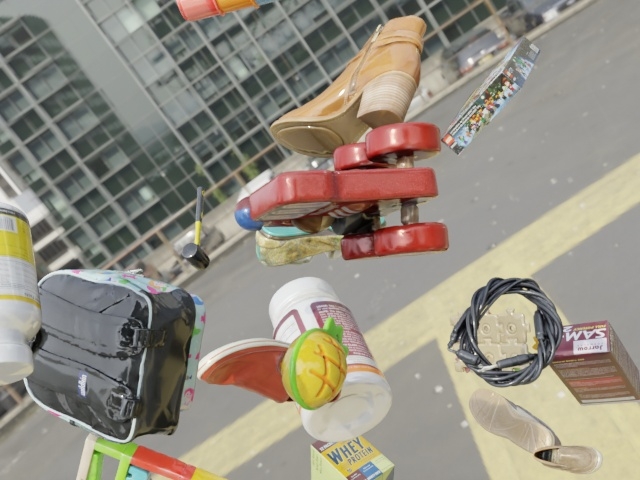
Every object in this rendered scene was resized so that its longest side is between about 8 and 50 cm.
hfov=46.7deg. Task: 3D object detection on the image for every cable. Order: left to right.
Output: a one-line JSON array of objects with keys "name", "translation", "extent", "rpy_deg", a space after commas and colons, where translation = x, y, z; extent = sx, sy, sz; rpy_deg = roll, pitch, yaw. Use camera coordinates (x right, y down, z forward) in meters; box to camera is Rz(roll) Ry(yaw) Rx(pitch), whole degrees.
[{"name": "cable", "translation": [0.290, 0.132, 1.124], "extent": [0.150, 0.047, 0.184], "rpy_deg": [28, 64, 31]}]

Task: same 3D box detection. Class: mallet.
[{"name": "mallet", "translation": [-0.250, -0.025, 1.546], "extent": [0.039, 0.062, 0.189], "rpy_deg": [-11, 50, 16]}]

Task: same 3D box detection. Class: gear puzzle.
[{"name": "gear puzzle", "translation": [0.496, 0.268, 1.973], "extent": [0.044, 0.175, 0.339], "rpy_deg": [-3, -4, -43]}]

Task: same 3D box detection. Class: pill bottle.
[{"name": "pill bottle", "translation": [-0.356, 0.057, 0.793], "extent": [0.103, 0.184, 0.103], "rpy_deg": [-14, -24, -6]}, {"name": "pill bottle", "translation": [0.008, 0.285, 1.856], "extent": [0.224, 0.224, 0.392], "rpy_deg": [-34, 41, 6]}]

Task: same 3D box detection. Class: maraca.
[{"name": "maraca", "translation": [0.000, 0.201, 1.220], "extent": [0.099, 0.127, 0.186], "rpy_deg": [-3, 18, 30]}]

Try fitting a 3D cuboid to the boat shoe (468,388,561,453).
[{"name": "boat shoe", "translation": [0.524, 0.495, 2.003], "extent": [0.285, 0.092, 0.103], "rpy_deg": [24, 86, 52]}]

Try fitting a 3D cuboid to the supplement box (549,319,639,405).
[{"name": "supplement box", "translation": [0.554, 0.254, 1.503], "extent": [0.130, 0.239, 0.073], "rpy_deg": [-12, 51, 31]}]

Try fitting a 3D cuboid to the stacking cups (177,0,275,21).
[{"name": "stacking cups", "translation": [-0.083, -0.433, 1.242], "extent": [0.316, 0.096, 0.096], "rpy_deg": [-13, 19, 13]}]

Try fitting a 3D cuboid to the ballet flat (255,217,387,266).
[{"name": "ballet flat", "translation": [0.000, 0.000, 1.792], "extent": [0.349, 0.123, 0.123], "rpy_deg": [-8, -2, -30]}]

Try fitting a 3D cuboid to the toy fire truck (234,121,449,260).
[{"name": "toy fire truck", "translation": [0.020, -0.056, 1.015], "extent": [0.254, 0.169, 0.302], "rpy_deg": [-2, -4, -20]}]

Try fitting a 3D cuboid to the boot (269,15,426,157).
[{"name": "boot", "translation": [0.050, -0.269, 1.271], "extent": [0.283, 0.109, 0.220], "rpy_deg": [-14, 50, 44]}]

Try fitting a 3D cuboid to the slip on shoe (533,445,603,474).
[{"name": "slip on shoe", "translation": [0.453, 0.399, 1.363], "extent": [0.135, 0.041, 0.051], "rpy_deg": [-13, 61, 57]}]

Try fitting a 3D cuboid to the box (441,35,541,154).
[{"name": "box", "translation": [0.302, -0.258, 1.303], "extent": [0.159, 0.044, 0.233], "rpy_deg": [-48, 2, 36]}]

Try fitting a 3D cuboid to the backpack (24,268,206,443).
[{"name": "backpack", "translation": [-0.298, 0.150, 1.056], "extent": [0.253, 0.225, 0.191], "rpy_deg": [9, 2, 26]}]

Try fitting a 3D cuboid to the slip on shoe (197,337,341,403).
[{"name": "slip on shoe", "translation": [-0.091, 0.271, 1.490], "extent": [0.123, 0.331, 0.101], "rpy_deg": [-52, 40, 33]}]

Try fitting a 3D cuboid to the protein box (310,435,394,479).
[{"name": "protein box", "translation": [0.087, 0.665, 2.064], "extent": [0.136, 0.199, 0.201], "rpy_deg": [-23, 38, -32]}]

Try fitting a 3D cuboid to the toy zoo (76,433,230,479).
[{"name": "toy zoo", "translation": [-0.219, 0.402, 1.087], "extent": [0.030, 0.293, 0.192], "rpy_deg": [-67, -3, -62]}]
